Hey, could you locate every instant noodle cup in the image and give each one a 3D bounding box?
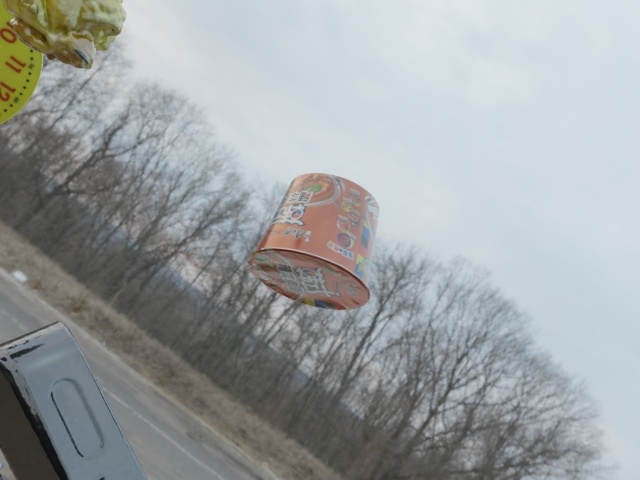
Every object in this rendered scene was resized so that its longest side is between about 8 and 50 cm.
[{"bbox_3d":[0.000,0.000,1.185,0.250,0.192,0.250,14,-27,7],"label":"instant noodle cup"}]

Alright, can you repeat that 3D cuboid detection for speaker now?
[{"bbox_3d":[-0.395,0.305,0.962,0.184,0.180,0.388,-40,-101,43],"label":"speaker"}]

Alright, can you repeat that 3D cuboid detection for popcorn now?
[{"bbox_3d":[-0.180,-0.158,0.428,0.084,0.084,0.084,37,-10,8],"label":"popcorn"}]

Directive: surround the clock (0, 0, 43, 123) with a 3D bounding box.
[{"bbox_3d":[-0.579,-0.295,0.924,0.071,0.277,0.293,39,6,38],"label":"clock"}]

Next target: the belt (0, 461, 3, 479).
[{"bbox_3d":[-0.556,0.339,0.735,0.294,0.161,0.207,12,-43,1],"label":"belt"}]
